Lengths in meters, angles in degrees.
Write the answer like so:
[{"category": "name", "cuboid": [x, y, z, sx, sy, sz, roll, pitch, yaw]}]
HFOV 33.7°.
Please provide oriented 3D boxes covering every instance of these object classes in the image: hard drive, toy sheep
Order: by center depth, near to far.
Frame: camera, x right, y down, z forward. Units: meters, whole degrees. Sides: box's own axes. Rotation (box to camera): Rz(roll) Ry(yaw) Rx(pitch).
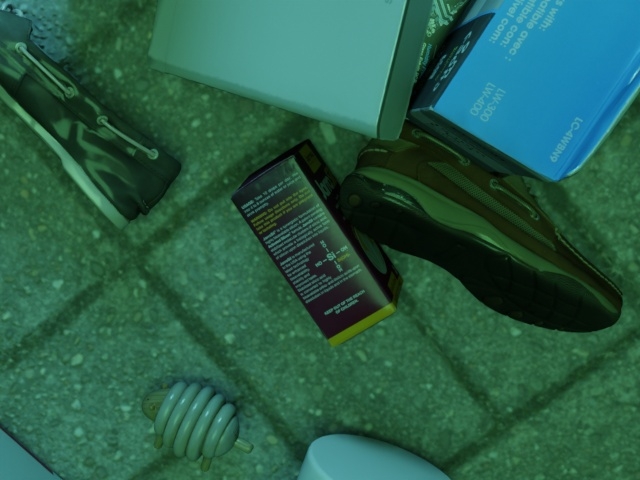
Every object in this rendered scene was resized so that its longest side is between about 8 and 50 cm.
[{"category": "hard drive", "cuboid": [-0.033, -0.228, 0.982, 0.308, 0.040, 0.203, 22, 104, 38]}, {"category": "toy sheep", "cuboid": [-0.133, 0.199, 1.146, 0.132, 0.091, 0.091, 22, 102, 4]}]

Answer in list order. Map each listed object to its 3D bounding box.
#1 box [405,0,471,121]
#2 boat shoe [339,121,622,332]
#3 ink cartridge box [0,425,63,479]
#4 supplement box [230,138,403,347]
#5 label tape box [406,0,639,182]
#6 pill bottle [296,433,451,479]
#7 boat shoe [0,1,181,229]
[{"category": "box", "cuboid": [0.099, -0.266, 1.046, 0.293, 0.073, 0.295, 13, 101, -1]}, {"category": "boat shoe", "cuboid": [0.176, -0.017, 1.065, 0.324, 0.122, 0.119, 30, 64, -19]}, {"category": "ink cartridge box", "cuboid": [-0.405, 0.364, 1.175, 0.197, 0.114, 0.273, 44, 99, -7]}, {"category": "supplement box", "cuboid": [0.000, 0.000, 1.084, 0.081, 0.104, 0.188, -32, 99, 15]}, {"category": "label tape box", "cuboid": [0.188, -0.180, 0.836, 0.115, 0.347, 0.249, 33, 94, -3]}, {"category": "pill bottle", "cuboid": [0.008, 0.405, 1.115, 0.210, 0.210, 0.362, 19, 102, -1]}, {"category": "boat shoe", "cuboid": [-0.279, -0.161, 1.076, 0.095, 0.112, 0.335, -42, 103, -8]}]
